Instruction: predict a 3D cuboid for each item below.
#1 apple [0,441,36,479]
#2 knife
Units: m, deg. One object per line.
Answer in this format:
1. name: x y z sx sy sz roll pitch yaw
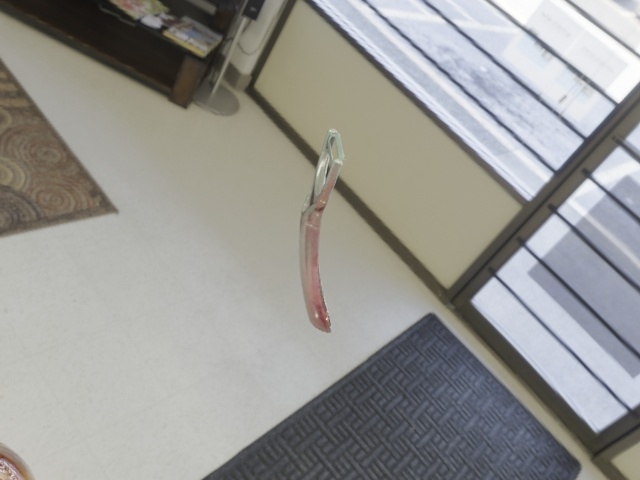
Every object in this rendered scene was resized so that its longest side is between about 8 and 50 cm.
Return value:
1. apple: -0.450 0.354 0.685 0.288 0.288 0.317 6 78 -35
2. knife: -0.002 0.000 0.832 0.053 0.278 0.123 4 30 0
